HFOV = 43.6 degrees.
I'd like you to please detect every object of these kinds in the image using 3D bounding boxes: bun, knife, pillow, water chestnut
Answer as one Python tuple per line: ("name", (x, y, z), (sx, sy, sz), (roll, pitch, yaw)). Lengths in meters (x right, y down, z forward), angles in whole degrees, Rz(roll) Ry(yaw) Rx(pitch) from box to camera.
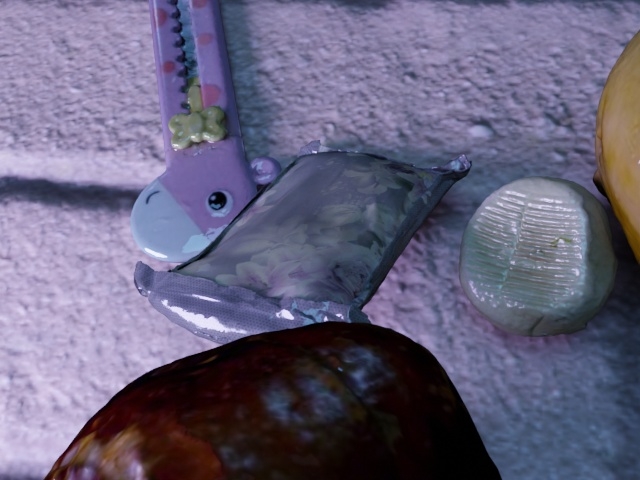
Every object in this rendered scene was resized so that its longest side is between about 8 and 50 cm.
("bun", (0.157, 0.013, 0.569), (0.115, 0.069, 0.115), (-9, 73, 29))
("knife", (-0.120, -0.158, 0.734), (0.132, 0.038, 0.398), (-11, 58, -1))
("pillow", (0.000, 0.000, 0.563), (0.169, 0.059, 0.255), (5, 30, 27))
("water chestnut", (-0.021, 0.181, 0.402), (0.245, 0.289, 0.288), (2, 60, -2))

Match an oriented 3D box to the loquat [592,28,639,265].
("loquat", (0.291, -0.063, 0.502), (0.244, 0.244, 0.243), (-4, 60, 6))
